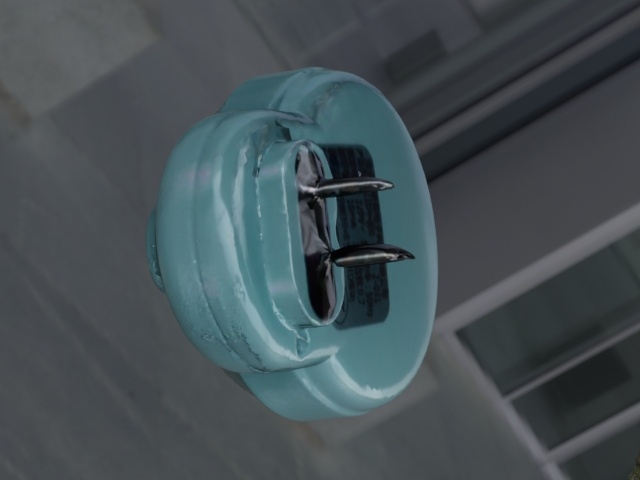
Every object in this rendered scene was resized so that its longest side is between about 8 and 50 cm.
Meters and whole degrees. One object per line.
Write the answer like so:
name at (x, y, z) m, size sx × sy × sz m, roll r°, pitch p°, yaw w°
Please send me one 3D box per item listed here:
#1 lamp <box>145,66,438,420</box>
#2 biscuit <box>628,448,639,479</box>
lamp at (-0.012, 0.002, 0.919) m, size 0.284 × 0.147 × 0.209 m, roll 10°, pitch 71°, yaw -82°
biscuit at (0.261, 0.081, 0.907) m, size 0.309 × 0.186 × 0.079 m, roll 99°, pitch -31°, yaw -44°
